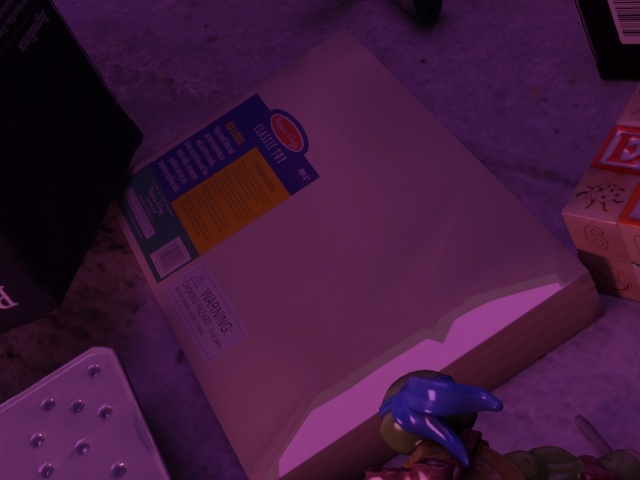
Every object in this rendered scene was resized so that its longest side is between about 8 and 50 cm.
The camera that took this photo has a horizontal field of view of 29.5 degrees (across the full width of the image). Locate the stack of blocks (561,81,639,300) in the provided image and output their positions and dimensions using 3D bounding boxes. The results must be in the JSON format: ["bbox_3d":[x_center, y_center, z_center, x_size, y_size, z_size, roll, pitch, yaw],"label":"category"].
[{"bbox_3d":[0.330,-0.027,0.772,0.297,0.087,0.171,15,59,39],"label":"stack of blocks"}]

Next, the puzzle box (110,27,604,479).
[{"bbox_3d":[0.000,0.000,0.969,0.272,0.052,0.409,-34,42,-1],"label":"puzzle box"}]

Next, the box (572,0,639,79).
[{"bbox_3d":[0.283,-0.253,0.968,0.108,0.153,0.207,5,52,35],"label":"box"}]

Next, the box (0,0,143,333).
[{"bbox_3d":[-0.492,-0.124,1.007,0.480,0.471,0.297,-20,31,20],"label":"box"}]

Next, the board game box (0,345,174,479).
[{"bbox_3d":[-0.237,0.308,0.797,0.390,0.050,0.390,-33,47,-1],"label":"board game box"}]

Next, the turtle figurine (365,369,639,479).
[{"bbox_3d":[0.119,0.208,0.665,0.198,0.274,0.266,-13,61,-12],"label":"turtle figurine"}]

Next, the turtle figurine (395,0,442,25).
[{"bbox_3d":[0.047,-0.301,1.182,0.234,0.118,0.175,36,88,30],"label":"turtle figurine"}]
